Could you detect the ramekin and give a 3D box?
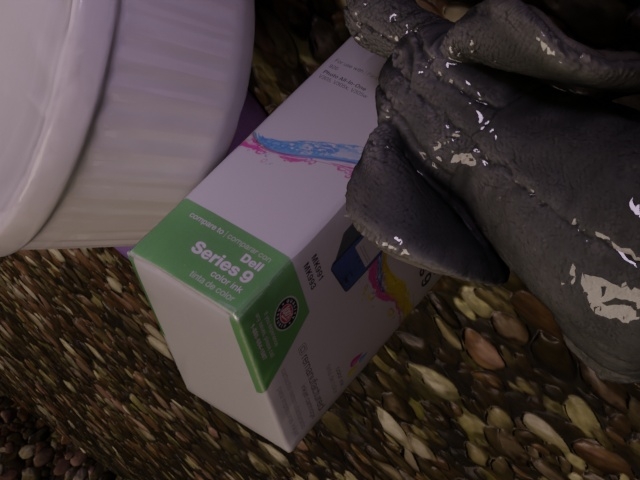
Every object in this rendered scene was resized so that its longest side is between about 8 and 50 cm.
[{"bbox_3d":[-0.147,-0.118,0.812,0.127,0.272,0.273,8,177,-32],"label":"ramekin"}]

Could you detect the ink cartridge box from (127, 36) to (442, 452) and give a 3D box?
[{"bbox_3d":[0.000,0.000,0.805,0.093,0.212,0.154,27,151,29],"label":"ink cartridge box"}]

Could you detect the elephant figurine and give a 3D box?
[{"bbox_3d":[0.089,-0.042,0.612,0.239,0.169,0.186,33,159,4],"label":"elephant figurine"}]

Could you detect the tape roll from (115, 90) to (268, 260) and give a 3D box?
[{"bbox_3d":[-0.145,-0.077,1.075,0.275,0.090,0.275,37,156,20],"label":"tape roll"}]
